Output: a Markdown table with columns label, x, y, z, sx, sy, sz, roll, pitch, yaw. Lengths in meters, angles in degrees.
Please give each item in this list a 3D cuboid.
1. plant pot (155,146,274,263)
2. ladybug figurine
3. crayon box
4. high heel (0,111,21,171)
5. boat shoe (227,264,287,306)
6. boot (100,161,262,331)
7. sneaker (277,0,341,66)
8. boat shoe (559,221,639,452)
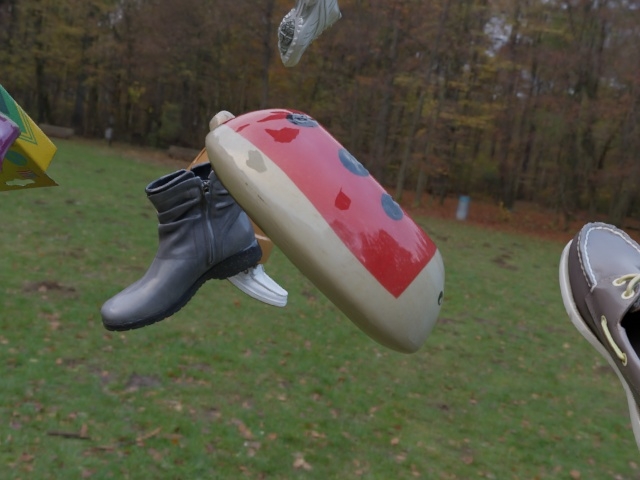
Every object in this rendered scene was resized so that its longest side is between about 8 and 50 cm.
| label | x | y | z | sx | sy | sz | roll | pitch | yaw |
| --- | --- | --- | --- | --- | --- | --- | --- | --- | --- |
| plant pot | -0.209 | -0.100 | 1.648 | 0.291 | 0.203 | 0.291 | 28 | 6 | -3 |
| ladybug figurine | 0.020 | -0.032 | 1.025 | 0.449 | 0.162 | 0.305 | 46 | 3 | -7 |
| crayon box | -0.739 | -0.238 | 1.561 | 0.202 | 0.081 | 0.318 | -2 | -36 | 20 |
| high heel | -0.746 | -0.231 | 1.257 | 0.377 | 0.181 | 0.127 | 30 | -36 | -16 |
| boat shoe | -0.185 | 0.058 | 1.701 | 0.277 | 0.096 | 0.098 | 33 | 7 | 2 |
| boot | -0.275 | -0.003 | 1.267 | 0.338 | 0.223 | 0.118 | -33 | 33 | -28 |
| sneaker | -0.011 | -0.471 | 1.511 | 0.115 | 0.232 | 0.090 | 2 | 43 | -35 |
| boat shoe | 0.324 | 0.089 | 0.682 | 0.116 | 0.097 | 0.324 | -3 | 45 | -1 |
